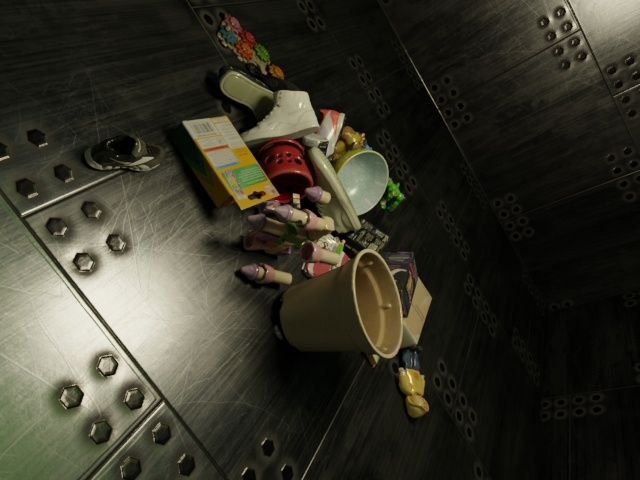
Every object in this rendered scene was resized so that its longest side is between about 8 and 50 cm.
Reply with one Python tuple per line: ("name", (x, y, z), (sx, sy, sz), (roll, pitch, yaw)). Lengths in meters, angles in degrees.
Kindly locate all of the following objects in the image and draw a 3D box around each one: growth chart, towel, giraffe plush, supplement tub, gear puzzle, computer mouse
("growth chart", (0.000, 0.000, 1.794), (0.237, 0.021, 0.171), (39, 41, -27))
("towel", (0.069, 0.128, 1.839), (0.329, 0.037, 0.237), (45, 40, -26))
("giraffe plush", (0.100, -0.425, 2.084), (0.210, 0.171, 0.181), (33, 46, -37))
("supplement tub", (-0.043, -0.305, 1.813), (0.117, 0.190, 0.117), (12, 23, -5))
("gear puzzle", (-0.264, -0.759, 1.926), (0.339, 0.044, 0.175), (37, 44, -34))
("computer mouse", (-0.150, -0.584, 1.806), (0.272, 0.072, 0.188), (40, 5, 12))

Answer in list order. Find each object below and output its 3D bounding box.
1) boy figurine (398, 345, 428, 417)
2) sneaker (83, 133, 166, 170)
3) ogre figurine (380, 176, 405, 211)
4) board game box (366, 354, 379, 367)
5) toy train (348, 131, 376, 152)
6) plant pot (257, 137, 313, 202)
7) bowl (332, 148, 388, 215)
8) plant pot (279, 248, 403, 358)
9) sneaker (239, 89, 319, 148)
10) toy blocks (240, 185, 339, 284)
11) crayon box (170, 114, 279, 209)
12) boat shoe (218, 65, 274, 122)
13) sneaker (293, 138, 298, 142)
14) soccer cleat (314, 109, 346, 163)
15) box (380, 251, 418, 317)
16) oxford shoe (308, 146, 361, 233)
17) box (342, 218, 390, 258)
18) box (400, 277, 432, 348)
("boy figurine", (0.372, 0.563, 1.923), (0.177, 0.092, 0.285), (36, 42, -38))
("sneaker", (-0.497, -0.237, 1.274), (0.234, 0.106, 0.078), (-15, 83, -54))
("ogre figurine", (0.324, -0.233, 2.301), (0.197, 0.118, 0.097), (60, 36, -7))
("board game box", (0.184, 0.351, 1.815), (0.124, 0.039, 0.259), (-55, 129, -50))
("toy train", (0.192, -0.423, 2.255), (0.184, 0.105, 0.080), (40, 43, -30))
("plant pot", (-0.129, -0.251, 1.682), (0.191, 0.191, 0.174), (23, 47, -43))
("bowl", (0.128, -0.262, 2.012), (0.290, 0.289, 0.156), (23, 10, -43))
("plant pot", (0.054, 0.224, 1.510), (0.334, 0.306, 0.333), (35, 46, -48))
("sneaker", (-0.166, -0.436, 1.693), (0.108, 0.293, 0.169), (124, -50, -83))
("toy blocks", (-0.137, -0.044, 1.473), (0.260, 0.289, 0.308), (17, 58, -41))
("crayon box", (-0.298, -0.233, 1.510), (0.322, 0.083, 0.203), (56, 36, 3))
("boat shoe", (-0.245, -0.531, 1.761), (0.340, 0.127, 0.113), (19, 31, -46))
("sneaker", (-0.093, -0.404, 1.867), (0.283, 0.124, 0.107), (-21, 87, -55))
("soccer cleat", (0.008, -0.386, 1.962), (0.117, 0.108, 0.318), (19, 86, 1))
("box", (0.290, 0.176, 1.941), (0.270, 0.165, 0.143), (-57, 139, -52))
("oxford shoe", (0.035, -0.163, 1.778), (0.449, 0.130, 0.169), (59, 11, -51))
("box", (0.189, 0.011, 1.972), (0.147, 0.077, 0.180), (33, 37, 6))
("box", (0.363, 0.304, 2.033), (0.148, 0.121, 0.311), (54, 37, -16))
